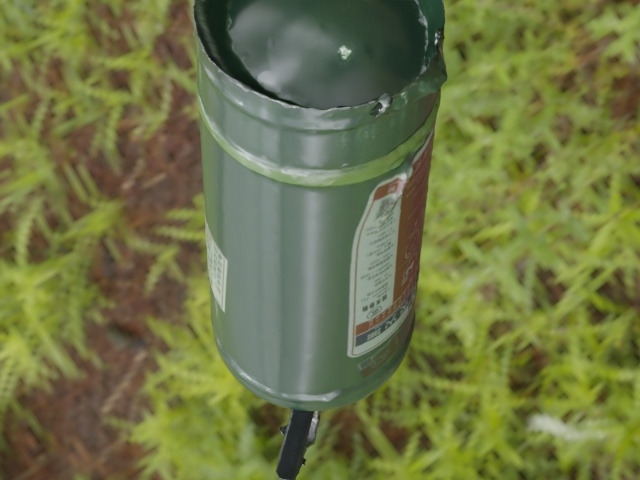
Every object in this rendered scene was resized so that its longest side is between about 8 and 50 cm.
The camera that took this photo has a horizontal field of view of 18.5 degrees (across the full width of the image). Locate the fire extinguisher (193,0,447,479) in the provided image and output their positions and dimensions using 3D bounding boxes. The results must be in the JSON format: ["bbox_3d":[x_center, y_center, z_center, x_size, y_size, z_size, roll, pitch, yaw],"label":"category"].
[{"bbox_3d":[0.000,0.000,0.799,0.093,0.118,0.294,13,147,8],"label":"fire extinguisher"}]
